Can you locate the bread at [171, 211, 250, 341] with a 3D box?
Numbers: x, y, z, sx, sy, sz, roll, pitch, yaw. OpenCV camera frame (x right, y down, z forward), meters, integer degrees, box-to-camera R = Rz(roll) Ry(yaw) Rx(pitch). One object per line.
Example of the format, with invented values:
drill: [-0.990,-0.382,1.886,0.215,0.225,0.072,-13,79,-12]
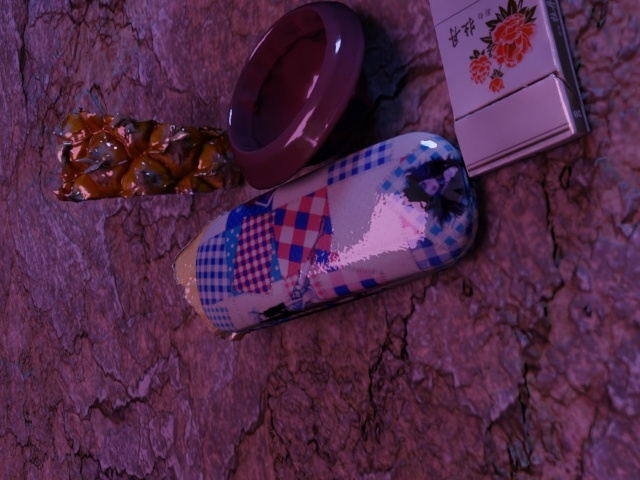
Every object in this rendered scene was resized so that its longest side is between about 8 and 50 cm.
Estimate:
bread: [-0.101,0.044,0.929,0.106,0.082,0.125,-42,58,16]

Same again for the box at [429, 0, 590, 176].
box: [0.143,-0.161,0.648,0.109,0.029,0.198,-22,76,51]

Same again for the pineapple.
pineapple: [-0.205,-0.096,1.003,0.186,0.236,0.115,-82,-3,-85]

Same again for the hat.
hat: [-0.012,-0.135,0.785,0.205,0.089,0.206,-33,45,39]

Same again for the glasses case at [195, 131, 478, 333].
glasses case: [0.000,0.000,0.768,0.327,0.076,0.125,-21,71,36]
